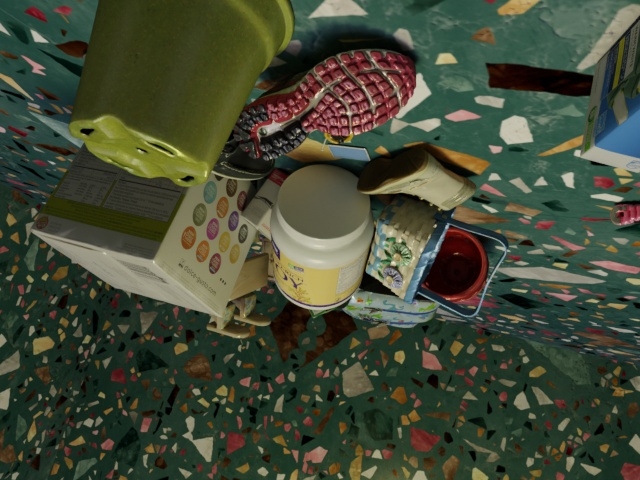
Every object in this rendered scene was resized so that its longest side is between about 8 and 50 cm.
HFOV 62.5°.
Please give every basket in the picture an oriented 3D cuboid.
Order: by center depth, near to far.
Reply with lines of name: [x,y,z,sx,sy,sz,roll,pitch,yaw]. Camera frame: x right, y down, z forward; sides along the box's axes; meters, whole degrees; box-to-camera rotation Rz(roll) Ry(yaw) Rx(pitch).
basket: [0.263,0.042,1.236,0.289,0.201,0.255,20,132,14]

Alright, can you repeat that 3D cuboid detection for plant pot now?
plant pot: [-0.200,-0.221,0.707,0.276,0.254,0.276,14,166,3]
plant pot: [0.359,0.072,1.416,0.191,0.191,0.174,8,173,26]

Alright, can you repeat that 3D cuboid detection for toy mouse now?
toy mouse: [0.007,-0.225,0.929,0.143,0.031,0.161,32,156,-32]

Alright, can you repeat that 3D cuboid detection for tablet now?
tablet: [0.060,-0.183,1.095,0.083,0.006,0.054,9,165,19]

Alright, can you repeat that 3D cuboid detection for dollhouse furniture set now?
dollhouse furniture set: [-0.166,0.107,1.793,0.256,0.362,0.394,10,-167,25]

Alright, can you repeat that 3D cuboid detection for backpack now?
backpack: [0.204,0.121,1.594,0.355,0.290,0.273,1,131,-1]

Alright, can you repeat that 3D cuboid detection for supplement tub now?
supplement tub: [0.000,0.000,1.278,0.241,0.241,0.331,14,148,6]

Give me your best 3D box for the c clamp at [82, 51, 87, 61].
c clamp: [-0.385,-0.314,1.022,0.137,0.022,0.161,16,166,-4]

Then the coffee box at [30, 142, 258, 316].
coffee box: [-0.384,-0.057,1.282,0.338,0.334,0.338,11,156,20]

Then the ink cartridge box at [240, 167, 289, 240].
ink cartridge box: [-0.118,-0.089,1.330,0.063,0.150,0.109,34,174,23]

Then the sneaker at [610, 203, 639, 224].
sneaker: [0.607,-0.049,0.974,0.057,0.047,0.119,7,177,-35]

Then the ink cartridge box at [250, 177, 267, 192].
ink cartridge box: [-0.221,-0.146,1.456,0.223,0.045,0.224,5,163,34]

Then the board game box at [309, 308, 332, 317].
board game box: [-0.051,0.069,1.561,0.046,0.317,0.213,-27,172,9]

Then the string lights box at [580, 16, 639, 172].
string lights box: [0.362,-0.180,0.514,0.076,0.133,0.260,15,166,3]

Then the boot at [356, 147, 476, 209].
boot: [0.191,-0.113,1.086,0.165,0.077,0.213,21,162,-30]

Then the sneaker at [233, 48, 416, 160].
sneaker: [0.001,-0.223,0.804,0.299,0.112,0.121,-10,126,28]

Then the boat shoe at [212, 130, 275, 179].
boat shoe: [-0.202,-0.213,1.008,0.340,0.127,0.113,35,165,-37]
